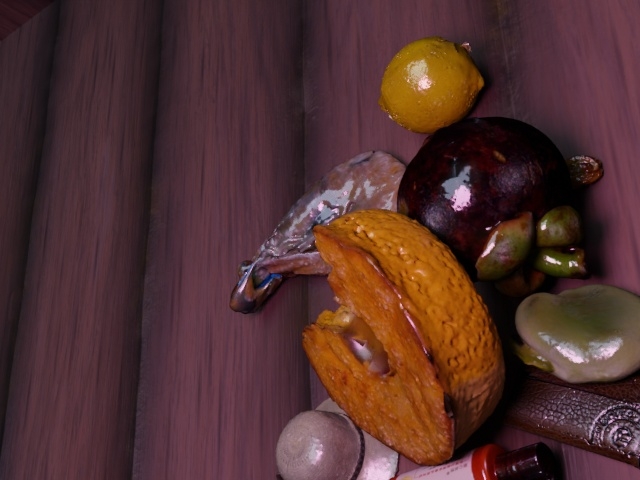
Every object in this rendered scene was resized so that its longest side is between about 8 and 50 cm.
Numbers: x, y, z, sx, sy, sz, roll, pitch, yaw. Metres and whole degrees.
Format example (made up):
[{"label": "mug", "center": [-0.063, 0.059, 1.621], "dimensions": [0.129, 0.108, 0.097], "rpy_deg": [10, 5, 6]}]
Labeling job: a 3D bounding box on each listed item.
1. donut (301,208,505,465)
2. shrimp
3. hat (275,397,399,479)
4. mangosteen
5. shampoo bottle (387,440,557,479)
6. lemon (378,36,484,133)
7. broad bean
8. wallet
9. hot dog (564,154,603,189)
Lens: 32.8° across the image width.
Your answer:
[{"label": "donut", "center": [0.135, 0.160, 1.704], "dimensions": [0.163, 0.435, 0.377], "rpy_deg": [-28, 68, -23]}, {"label": "shrimp", "center": [0.000, 0.000, 2.122], "dimensions": [0.446, 0.110, 0.221], "rpy_deg": [-39, 54, 17]}, {"label": "hat", "center": [0.000, 0.367, 1.879], "dimensions": [0.257, 0.130, 0.257], "rpy_deg": [-24, 52, 34]}, {"label": "mangosteen", "center": [0.274, -0.054, 1.741], "dimensions": [0.311, 0.311, 0.311], "rpy_deg": [-23, 53, 34]}, {"label": "shampoo bottle", "center": [0.231, 0.376, 1.664], "dimensions": [0.278, 0.104, 0.104], "rpy_deg": [-28, 51, 31]}, {"label": "lemon", "center": [0.200, -0.286, 2.021], "dimensions": [0.206, 0.173, 0.173], "rpy_deg": [-26, 51, 29]}, {"label": "broad bean", "center": [0.394, 0.140, 1.626], "dimensions": [0.228, 0.100, 0.169], "rpy_deg": [-16, 45, 22]}, {"label": "wallet", "center": [0.392, 0.245, 1.629], "dimensions": [0.243, 0.039, 0.133], "rpy_deg": [12, 73, 45]}, {"label": "hot dog", "center": [0.425, -0.110, 1.802], "dimensions": [0.083, 0.035, 0.058], "rpy_deg": [-20, 51, 36]}]
